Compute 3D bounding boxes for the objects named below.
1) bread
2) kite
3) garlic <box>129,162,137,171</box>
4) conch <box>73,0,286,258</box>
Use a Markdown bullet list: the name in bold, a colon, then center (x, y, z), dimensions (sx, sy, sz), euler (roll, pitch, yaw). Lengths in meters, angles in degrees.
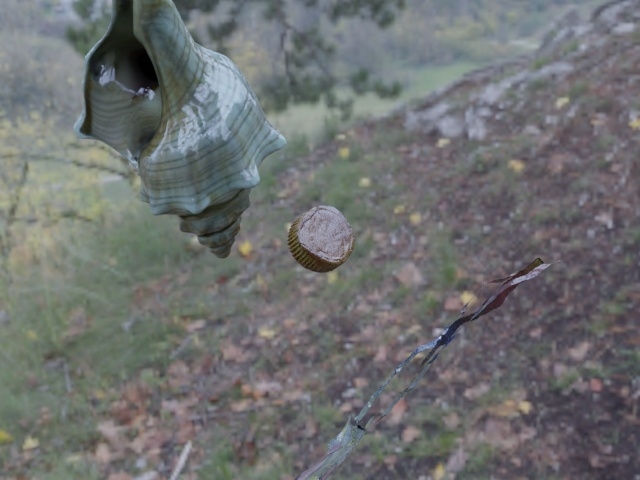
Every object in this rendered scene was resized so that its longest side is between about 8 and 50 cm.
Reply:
- **bread**: center (0.000, 0.000, 1.417), dimensions (0.085, 0.085, 0.053), euler (-15, -10, -25)
- **kite**: center (0.015, 0.136, 0.740), dimensions (0.360, 0.022, 0.204), euler (-44, -6, -7)
- **garlic**: center (-0.218, -0.175, 1.554), dimensions (0.099, 0.174, 0.124), euler (11, -1, 14)
- **conch**: center (-0.105, -0.092, 0.810), dimensions (0.137, 0.234, 0.114), euler (-18, 14, 27)
